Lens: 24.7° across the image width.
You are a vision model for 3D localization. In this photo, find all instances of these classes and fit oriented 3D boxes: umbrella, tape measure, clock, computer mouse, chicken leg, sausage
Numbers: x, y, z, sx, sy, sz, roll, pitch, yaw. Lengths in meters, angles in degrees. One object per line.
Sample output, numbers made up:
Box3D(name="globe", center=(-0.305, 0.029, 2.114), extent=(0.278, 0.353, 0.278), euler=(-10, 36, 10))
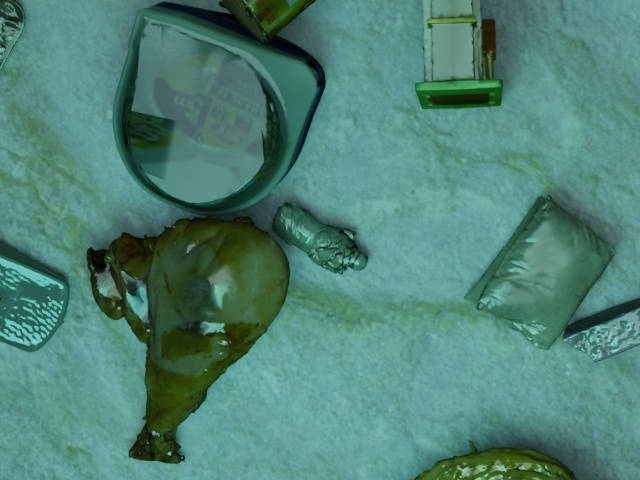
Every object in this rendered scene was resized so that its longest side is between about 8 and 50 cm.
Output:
Box3D(name="umbrella", center=(0.000, 0.000, 1.998), extent=(0.143, 0.062, 0.067), euler=(28, 69, 3))
Box3D(name="tape measure", center=(-0.148, -0.170, 1.951), extent=(0.259, 0.138, 0.262), euler=(21, 100, 5))
Box3D(name="clock", center=(0.175, -0.304, 1.859), extent=(0.106, 0.220, 0.255), euler=(-1, 90, 6))
Box3D(name="computer mouse", center=(-0.465, 0.064, 2.054), extent=(0.231, 0.079, 0.128), euler=(28, 103, -13))
Box3D(name="chicken leg", center=(-0.210, 0.121, 2.006), extent=(0.295, 0.182, 0.409), euler=(26, 117, 15))
Box3D(name="sausage", center=(-0.002, -0.392, 1.901), extent=(0.317, 0.125, 0.117), euler=(-42, 131, -13))

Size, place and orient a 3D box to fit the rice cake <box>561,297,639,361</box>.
Box3D(name="rice cake", center=(0.498, 0.078, 1.938), extent=(0.365, 0.072, 0.056), euler=(-23, 97, 9))

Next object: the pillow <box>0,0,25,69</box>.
Box3D(name="pillow", center=(-0.520, -0.319, 2.026), extent=(0.217, 0.033, 0.130), euler=(33, 101, 1))

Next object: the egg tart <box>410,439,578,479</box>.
Box3D(name="egg tart", center=(0.246, 0.428, 1.975), extent=(0.351, 0.153, 0.339), euler=(-15, 95, 9))

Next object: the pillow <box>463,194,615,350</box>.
Box3D(name="pillow", center=(0.298, 0.043, 1.957), extent=(0.134, 0.078, 0.181), euler=(33, 97, -1))
